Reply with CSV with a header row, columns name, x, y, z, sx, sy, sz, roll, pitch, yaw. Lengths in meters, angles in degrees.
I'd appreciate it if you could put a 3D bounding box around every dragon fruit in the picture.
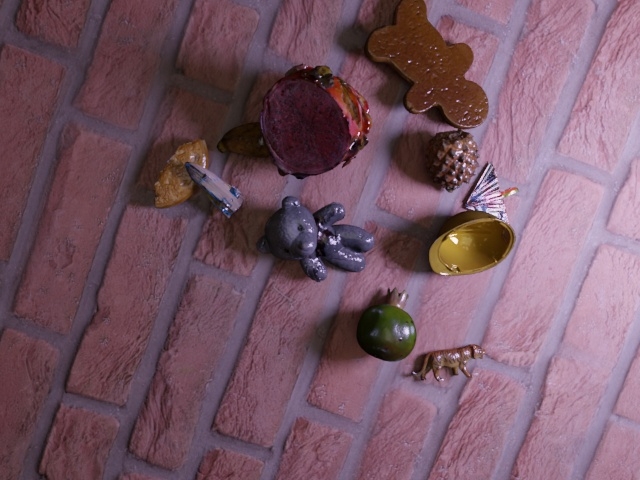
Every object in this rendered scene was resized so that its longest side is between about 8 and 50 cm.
name,x,y,z,sx,sy,sz,roll,pitch,yaw
dragon fruit,-0.003,-0.354,1.268,0.314,0.263,0.296,-13,115,37

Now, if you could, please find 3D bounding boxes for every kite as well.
name,x,y,z,sx,sy,sz,roll,pitch,yaw
kite,0.544,-0.123,1.412,0.184,0.014,0.241,-22,94,-4

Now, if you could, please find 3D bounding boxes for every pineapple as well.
name,x,y,z,sx,sy,sz,roll,pitch,yaw
pineapple,0.394,-0.229,1.335,0.166,0.166,0.193,-8,123,-2

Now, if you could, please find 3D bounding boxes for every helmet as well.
name,x,y,z,sx,sy,sz,roll,pitch,yaw
helmet,0.438,-0.012,1.352,0.257,0.140,0.205,-14,126,8

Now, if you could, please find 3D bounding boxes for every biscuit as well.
name,x,y,z,sx,sy,sz,roll,pitch,yaw
biscuit,0.333,-0.503,1.353,0.432,0.064,0.283,43,82,-6

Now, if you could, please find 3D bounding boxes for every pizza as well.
name,x,y,z,sx,sy,sz,roll,pitch,yaw
pizza,-0.413,-0.196,1.341,0.127,0.058,0.246,24,91,-6

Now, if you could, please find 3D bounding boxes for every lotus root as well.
name,x,y,z,sx,sy,sz,roll,pitch,yaw
lotus root,-0.222,-0.296,1.330,0.191,0.094,0.108,-1,59,2

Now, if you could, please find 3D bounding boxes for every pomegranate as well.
name,x,y,z,sx,sy,sz,roll,pitch,yaw
pomegranate,0.208,0.250,1.351,0.187,0.187,0.225,22,64,-4

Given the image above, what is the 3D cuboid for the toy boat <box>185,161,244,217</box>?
name,x,y,z,sx,sy,sz,roll,pitch,yaw
toy boat,-0.315,-0.159,1.320,0.210,0.066,0.084,43,68,-20

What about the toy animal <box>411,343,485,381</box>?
name,x,y,z,sx,sy,sz,roll,pitch,yaw
toy animal,0.406,0.388,1.419,0.242,0.057,0.099,-6,87,-1

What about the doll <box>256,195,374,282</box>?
name,x,y,z,sx,sy,sz,roll,pitch,yaw
doll,-0.002,0.001,1.322,0.341,0.158,0.245,22,104,-6
